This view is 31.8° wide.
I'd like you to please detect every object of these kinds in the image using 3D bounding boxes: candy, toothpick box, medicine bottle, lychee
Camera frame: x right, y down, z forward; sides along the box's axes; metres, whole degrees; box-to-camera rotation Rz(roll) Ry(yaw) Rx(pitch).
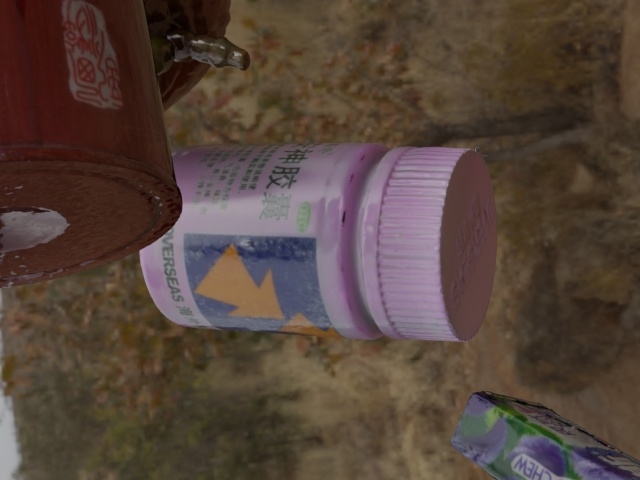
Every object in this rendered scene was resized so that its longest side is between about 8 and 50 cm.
[{"bbox_3d":[0.211,0.179,0.683,0.312,0.088,0.061,30,96,50],"label":"candy"},{"bbox_3d":[-0.204,-0.157,0.637,0.204,0.204,0.333,120,140,-69],"label":"toothpick box"},{"bbox_3d":[0.000,0.000,1.019,0.178,0.291,0.178,3,-90,-65],"label":"medicine bottle"},{"bbox_3d":[-0.198,-0.205,1.005,0.300,0.255,0.255,42,150,20],"label":"lychee"}]
